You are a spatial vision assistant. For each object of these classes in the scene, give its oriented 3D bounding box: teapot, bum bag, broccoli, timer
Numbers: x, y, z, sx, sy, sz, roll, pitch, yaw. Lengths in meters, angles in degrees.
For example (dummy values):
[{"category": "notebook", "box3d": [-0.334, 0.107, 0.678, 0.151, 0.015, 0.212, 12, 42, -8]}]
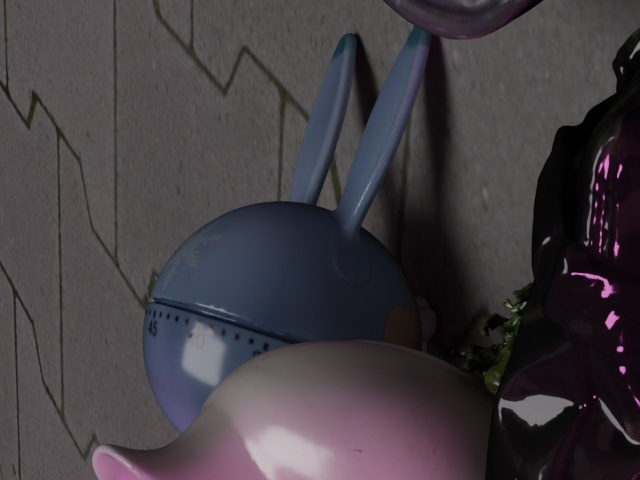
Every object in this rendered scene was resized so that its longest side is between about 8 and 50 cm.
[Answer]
[{"category": "teapot", "box3d": [0.036, 0.147, 0.986, 0.139, 0.298, 0.204, -59, 7, -31]}, {"category": "bum bag", "box3d": [0.116, 0.074, 0.803, 0.144, 0.095, 0.340, -18, -59, -68]}, {"category": "broccoli", "box3d": [0.116, 0.056, 0.918, 0.097, 0.092, 0.095, 44, 144, 15]}, {"category": "timer", "box3d": [0.009, 0.019, 1.143, 0.175, 0.255, 0.175, 37, 165, 12]}]

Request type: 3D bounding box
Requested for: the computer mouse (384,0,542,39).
[{"category": "computer mouse", "box3d": [0.124, -0.216, 0.796, 0.379, 0.090, 0.167, -37, 77, 49]}]
